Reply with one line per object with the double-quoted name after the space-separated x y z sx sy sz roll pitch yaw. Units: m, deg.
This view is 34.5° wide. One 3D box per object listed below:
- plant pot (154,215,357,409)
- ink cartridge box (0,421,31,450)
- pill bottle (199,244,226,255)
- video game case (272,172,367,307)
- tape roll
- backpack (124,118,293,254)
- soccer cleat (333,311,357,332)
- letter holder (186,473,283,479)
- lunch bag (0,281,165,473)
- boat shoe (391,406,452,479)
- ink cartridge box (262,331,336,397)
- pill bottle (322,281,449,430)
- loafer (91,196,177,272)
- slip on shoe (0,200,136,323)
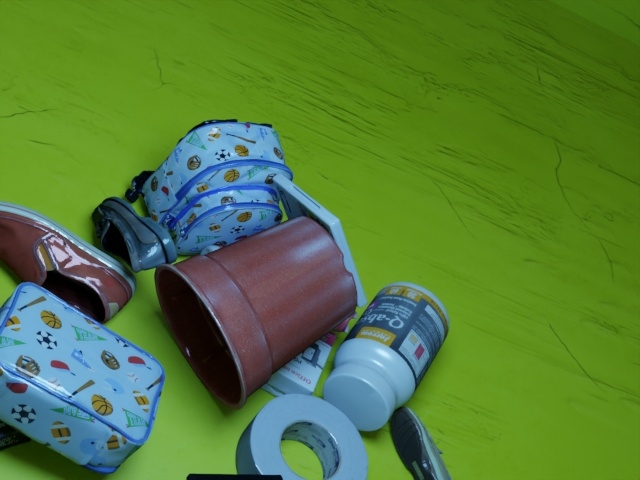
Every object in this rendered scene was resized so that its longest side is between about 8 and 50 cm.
-0.098 0.102 1.748 0.265 0.272 0.272 -29 70 -24 "plant pot"
-0.597 0.172 1.592 0.175 0.069 0.371 -15 60 -39 "ink cartridge box"
-0.126 0.065 1.933 0.193 0.108 0.108 2 52 -29 "pill bottle"
0.000 0.000 1.846 0.023 0.212 0.193 -34 43 -15 "video game case"
-0.031 0.372 1.750 0.219 0.072 0.219 17 46 -18 "tape roll"
-0.184 -0.102 1.931 0.276 0.263 0.213 -8 58 -37 "backpack"
0.013 0.085 1.984 0.095 0.083 0.248 23 27 -18 "soccer cleat"
-0.123 0.461 1.465 0.152 0.302 0.214 2 85 -5 "letter holder"
-0.385 0.211 1.599 0.303 0.115 0.243 37 24 -18 "lunch bag"
0.191 0.392 1.882 0.072 0.068 0.190 0 62 -46 "boat shoe"
-0.048 0.214 1.883 0.109 0.063 0.150 30 43 -5 "ink cartridge box"
0.122 0.214 1.916 0.162 0.162 0.278 37 43 3 "pill bottle"
-0.350 -0.010 1.804 0.084 0.096 0.267 -30 30 -27 "loafer"
-0.475 0.035 1.748 0.331 0.123 0.101 30 47 -12 "slip on shoe"
